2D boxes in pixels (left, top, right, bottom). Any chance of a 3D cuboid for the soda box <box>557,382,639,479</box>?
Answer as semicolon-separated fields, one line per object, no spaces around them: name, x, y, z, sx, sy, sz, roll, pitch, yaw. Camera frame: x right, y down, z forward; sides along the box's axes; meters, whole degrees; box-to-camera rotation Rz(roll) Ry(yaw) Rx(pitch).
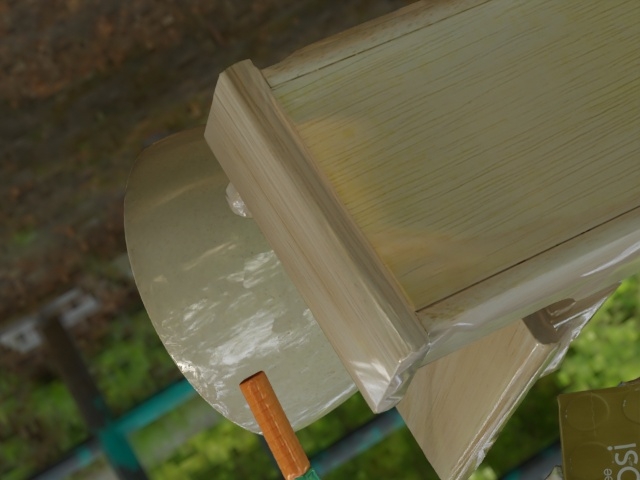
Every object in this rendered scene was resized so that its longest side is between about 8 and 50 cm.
soda box;0.157;0.161;0.942;0.061;0.181;0.058;-8;139;11

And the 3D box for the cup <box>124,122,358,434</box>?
cup;0.000;0.000;1.874;0.237;0.331;0.331;-26;166;28

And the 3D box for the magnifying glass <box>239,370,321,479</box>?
magnifying glass;-0.006;0.217;1.577;0.026;0.231;0.092;-27;-177;18

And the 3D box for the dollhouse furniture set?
dollhouse furniture set;0.067;0.033;1.080;0.256;0.362;0.394;-23;159;-22
